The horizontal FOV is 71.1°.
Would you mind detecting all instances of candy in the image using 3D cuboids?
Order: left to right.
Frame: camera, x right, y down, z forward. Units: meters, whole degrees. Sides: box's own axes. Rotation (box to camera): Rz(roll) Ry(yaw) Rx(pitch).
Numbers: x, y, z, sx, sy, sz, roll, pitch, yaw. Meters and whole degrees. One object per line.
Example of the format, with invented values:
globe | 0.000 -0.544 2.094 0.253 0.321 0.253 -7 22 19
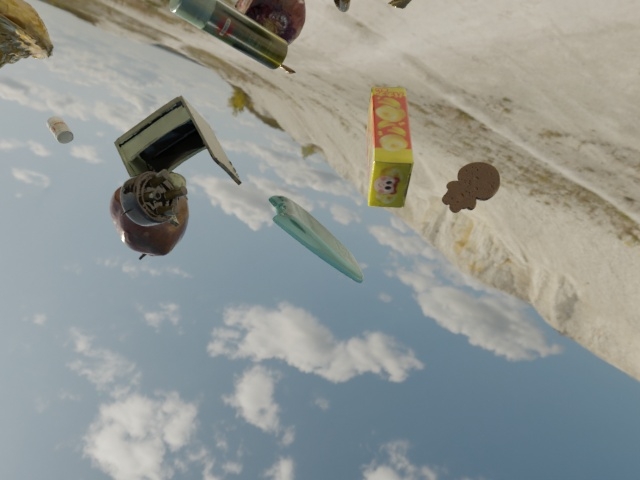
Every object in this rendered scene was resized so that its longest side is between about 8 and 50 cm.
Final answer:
candy | 0.155 -0.220 1.036 0.088 0.146 0.275 3 -128 0

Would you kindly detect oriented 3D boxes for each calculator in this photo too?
calculator | 0.000 0.000 1.424 0.386 0.054 0.256 40 -168 -24

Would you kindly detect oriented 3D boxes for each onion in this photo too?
onion | -0.138 -0.718 1.396 0.206 0.207 0.216 23 -136 -37

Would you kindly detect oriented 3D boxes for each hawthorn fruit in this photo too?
hawthorn fruit | -0.686 -0.090 1.817 0.309 0.324 0.308 -11 -175 1

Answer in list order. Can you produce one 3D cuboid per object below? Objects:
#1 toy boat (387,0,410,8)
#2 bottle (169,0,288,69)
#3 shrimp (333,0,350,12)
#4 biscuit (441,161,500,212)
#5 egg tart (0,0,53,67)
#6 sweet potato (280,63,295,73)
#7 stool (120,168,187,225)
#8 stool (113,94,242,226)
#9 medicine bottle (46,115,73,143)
toy boat | 0.297 -0.838 1.436 0.072 0.206 0.064 30 -162 -40
bottle | -0.211 -0.507 1.065 0.286 0.082 0.082 15 -165 -41
shrimp | 0.029 -0.660 1.025 0.058 0.169 0.295 -11 -118 -3
biscuit | 0.429 -0.152 1.284 0.124 0.175 0.026 53 -176 21
egg tart | -0.574 -0.340 0.655 0.342 0.128 0.341 19 178 1
sweet potato | -0.145 -0.701 1.820 0.115 0.026 0.026 37 -160 20
stool | -0.384 -0.113 1.080 0.121 0.125 0.217 -14 -160 26
stool | -0.416 -0.230 1.311 0.269 0.244 0.170 58 -176 23
medicine bottle | -0.903 -0.383 1.552 0.089 0.057 0.057 47 -155 22
